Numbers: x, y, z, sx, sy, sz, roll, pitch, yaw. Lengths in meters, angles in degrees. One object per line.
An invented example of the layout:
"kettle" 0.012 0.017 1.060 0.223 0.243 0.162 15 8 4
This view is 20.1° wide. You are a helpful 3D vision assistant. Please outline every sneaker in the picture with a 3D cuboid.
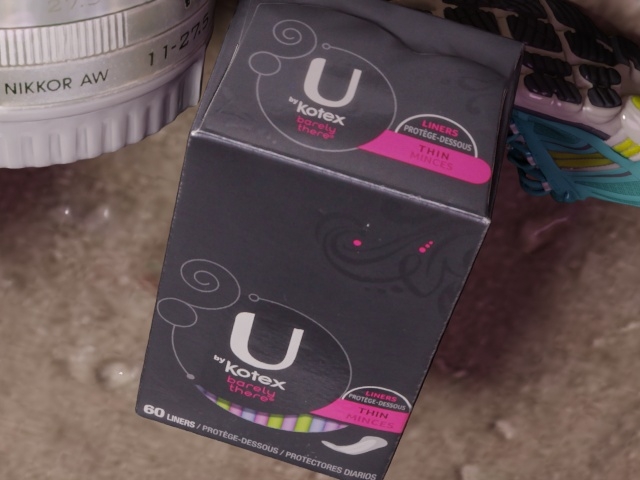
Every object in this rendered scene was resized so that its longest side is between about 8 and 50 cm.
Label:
"sneaker" 0.150 -0.070 1.107 0.275 0.107 0.110 22 128 -19

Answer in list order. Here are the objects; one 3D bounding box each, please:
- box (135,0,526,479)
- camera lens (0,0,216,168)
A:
"box" 0.000 0.000 1.048 0.165 0.143 0.270 16 140 0
"camera lens" -0.160 -0.203 0.914 0.219 0.219 0.274 -1 124 -5
